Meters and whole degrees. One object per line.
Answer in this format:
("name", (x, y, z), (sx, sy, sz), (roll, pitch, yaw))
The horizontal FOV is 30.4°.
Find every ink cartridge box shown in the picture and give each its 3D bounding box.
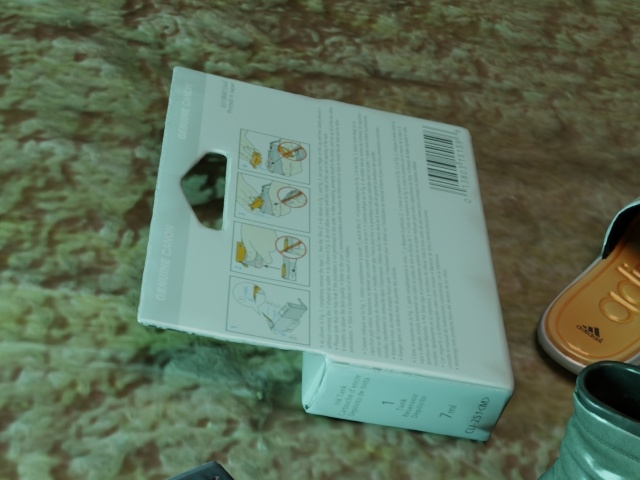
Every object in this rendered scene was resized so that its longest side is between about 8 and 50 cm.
("ink cartridge box", (0.000, 0.000, 0.820), (0.239, 0.060, 0.275), (10, 41, -10))

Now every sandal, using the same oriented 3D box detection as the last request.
("sandal", (0.259, 0.017, 0.891), (0.102, 0.076, 0.265), (36, 42, 18))

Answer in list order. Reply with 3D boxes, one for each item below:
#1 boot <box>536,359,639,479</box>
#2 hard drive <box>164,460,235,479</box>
("boot", (0.217, 0.181, 0.622), (0.246, 0.161, 0.083), (33, 42, 15))
("hard drive", (-0.098, 0.220, 0.533), (0.254, 0.054, 0.172), (-25, 57, -40))
